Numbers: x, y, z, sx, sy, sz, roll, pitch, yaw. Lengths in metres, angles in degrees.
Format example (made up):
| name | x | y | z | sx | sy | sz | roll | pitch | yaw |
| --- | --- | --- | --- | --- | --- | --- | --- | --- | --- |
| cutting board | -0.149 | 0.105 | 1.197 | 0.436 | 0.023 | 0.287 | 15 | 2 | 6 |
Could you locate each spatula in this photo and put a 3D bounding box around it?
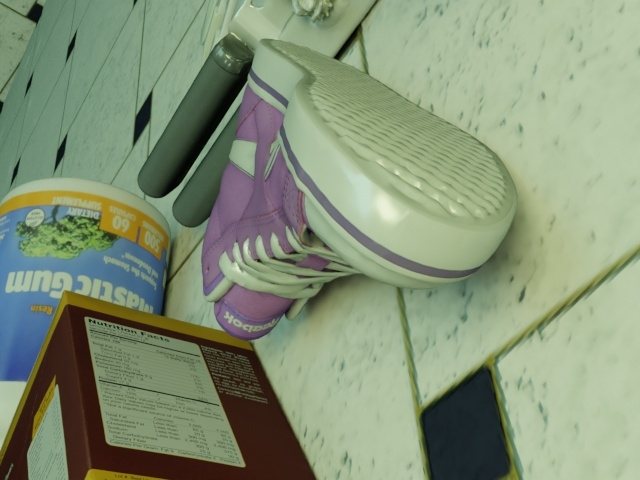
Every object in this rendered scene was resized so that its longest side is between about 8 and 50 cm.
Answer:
| name | x | y | z | sx | sy | sz | roll | pitch | yaw |
| --- | --- | --- | --- | --- | --- | --- | --- | --- | --- |
| spatula | -0.073 | -0.242 | 0.777 | 0.168 | 0.019 | 0.242 | -95 | 23 | -48 |

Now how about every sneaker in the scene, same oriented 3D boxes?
| name | x | y | z | sx | sy | sz | roll | pitch | yaw |
| --- | --- | --- | --- | --- | --- | --- | --- | --- | --- |
| sneaker | 0.001 | 0.000 | 0.448 | 0.282 | 0.102 | 0.161 | -117 | 47 | -69 |

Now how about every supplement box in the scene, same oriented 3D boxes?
| name | x | y | z | sx | sy | sz | roll | pitch | yaw |
| --- | --- | --- | --- | --- | --- | --- | --- | --- | --- |
| supplement box | -0.112 | 0.167 | 0.507 | 0.191 | 0.129 | 0.194 | -64 | 27 | 16 |

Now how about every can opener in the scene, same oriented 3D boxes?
| name | x | y | z | sx | sy | sz | roll | pitch | yaw |
| --- | --- | --- | --- | --- | --- | --- | --- | --- | --- |
| can opener | -0.042 | -0.119 | 0.645 | 0.280 | 0.074 | 0.093 | -50 | 0 | 34 |

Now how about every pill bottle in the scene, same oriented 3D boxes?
| name | x | y | z | sx | sy | sz | roll | pitch | yaw |
| --- | --- | --- | --- | --- | --- | --- | --- | --- | --- |
| pill bottle | -0.211 | 0.099 | 0.715 | 0.152 | 0.152 | 0.272 | -36 | 44 | 49 |
